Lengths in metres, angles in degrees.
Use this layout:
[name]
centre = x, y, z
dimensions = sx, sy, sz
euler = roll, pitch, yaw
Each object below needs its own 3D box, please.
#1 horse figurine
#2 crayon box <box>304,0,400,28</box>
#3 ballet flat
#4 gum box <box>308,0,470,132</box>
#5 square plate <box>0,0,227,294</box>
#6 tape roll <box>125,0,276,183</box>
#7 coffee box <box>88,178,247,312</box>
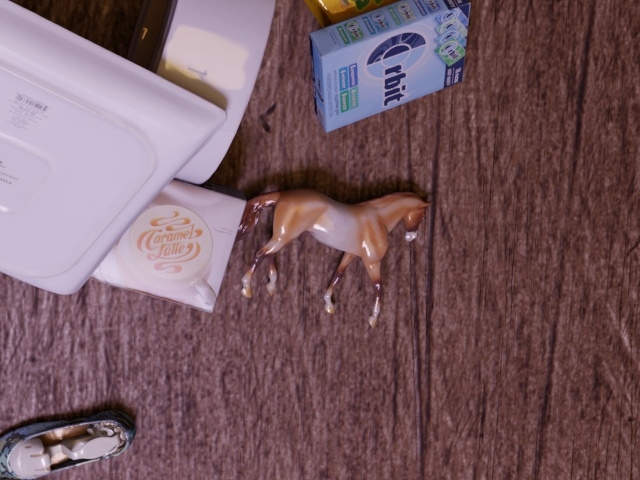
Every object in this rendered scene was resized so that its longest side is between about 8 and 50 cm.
[horse figurine]
centre = 0.000, 0.000, 1.648
dimensions = 0.263, 0.066, 0.174
euler = 15, 100, -18
[crayon box]
centre = 0.041, -0.376, 1.563
dimensions = 0.202, 0.081, 0.318
euler = -37, 109, -4
[ballet flat]
centre = -0.315, 0.251, 1.626
dimensions = 0.188, 0.070, 0.070
euler = -18, 106, -10
[gum box]
centre = 0.081, -0.213, 1.580
dimensions = 0.184, 0.157, 0.041
euler = -22, 63, -10
[square plate]
centre = -0.325, -0.086, 1.340
dimensions = 0.347, 0.049, 0.344
euler = 25, 133, -25
[tape roll]
centre = -0.139, -0.207, 1.448
dimensions = 0.100, 0.286, 0.286
euler = 16, 98, -17
[coffee box]
centre = -0.224, -0.023, 1.551
dimensions = 0.247, 0.098, 0.141
euler = 17, 98, -9
